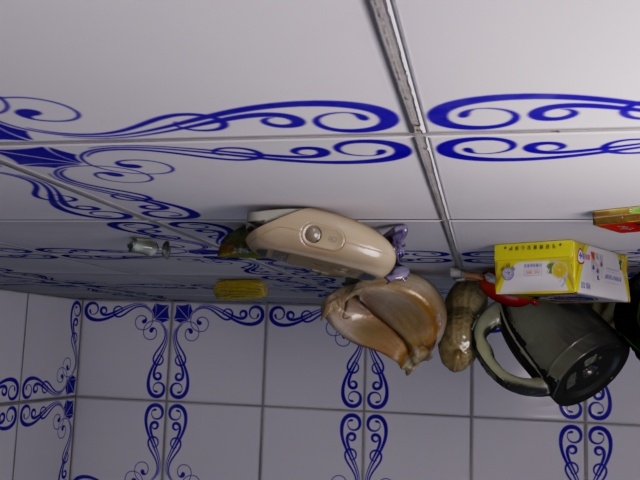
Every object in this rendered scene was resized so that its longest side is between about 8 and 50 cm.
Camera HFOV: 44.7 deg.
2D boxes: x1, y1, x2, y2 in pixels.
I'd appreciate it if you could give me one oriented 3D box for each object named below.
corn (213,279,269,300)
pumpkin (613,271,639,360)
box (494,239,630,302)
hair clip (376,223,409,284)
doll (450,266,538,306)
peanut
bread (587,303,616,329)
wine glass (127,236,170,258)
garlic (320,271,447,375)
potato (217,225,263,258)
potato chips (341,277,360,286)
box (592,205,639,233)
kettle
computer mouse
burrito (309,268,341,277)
[{"bbox_3d":[-0.253,0.157,2.484,0.203,0.072,0.072,-4,170,31],"label":"corn"},{"bbox_3d":[0.818,0.157,1.733,0.295,0.296,0.296,2,172,0],"label":"pumpkin"},{"bbox_3d":[0.475,0.066,1.520,0.168,0.097,0.265,-4,170,41],"label":"box"},{"bbox_3d":[0.095,0.020,1.372,0.137,0.090,0.278,-9,-177,-16],"label":"hair clip"},{"bbox_3d":[0.432,0.106,1.909,0.217,0.085,0.183,18,177,18],"label":"doll"},{"bbox_3d":[0.387,0.232,2.127,0.120,0.298,0.136,5,133,18],"label":"peanut"},{"bbox_3d":[0.813,0.226,2.394,0.187,0.155,0.338,-3,172,1],"label":"bread"},{"bbox_3d":[-0.345,0.015,1.566,0.083,0.042,0.039,11,139,-38],"label":"wine glass"},{"bbox_3d":[0.176,0.201,2.077,0.313,0.249,0.286,39,163,-1],"label":"garlic"},{"bbox_3d":[-0.084,0.003,1.375,0.197,0.054,0.119,-2,172,-6],"label":"potato"},{"bbox_3d":[0.164,0.109,2.168,0.207,0.028,0.092,1,162,-3],"label":"potato chips"},{"bbox_3d":[0.464,-0.031,1.091,0.133,0.023,0.090,-6,167,44],"label":"box"},{"bbox_3d":[0.548,0.245,1.971,0.320,0.324,0.228,-31,138,-4],"label":"kettle"},{"bbox_3d":[0.000,0.000,1.188,0.236,0.082,0.145,14,170,-2],"label":"computer mouse"},{"bbox_3d":[0.023,0.062,1.797,0.058,0.045,0.188,5,177,32],"label":"burrito"}]
